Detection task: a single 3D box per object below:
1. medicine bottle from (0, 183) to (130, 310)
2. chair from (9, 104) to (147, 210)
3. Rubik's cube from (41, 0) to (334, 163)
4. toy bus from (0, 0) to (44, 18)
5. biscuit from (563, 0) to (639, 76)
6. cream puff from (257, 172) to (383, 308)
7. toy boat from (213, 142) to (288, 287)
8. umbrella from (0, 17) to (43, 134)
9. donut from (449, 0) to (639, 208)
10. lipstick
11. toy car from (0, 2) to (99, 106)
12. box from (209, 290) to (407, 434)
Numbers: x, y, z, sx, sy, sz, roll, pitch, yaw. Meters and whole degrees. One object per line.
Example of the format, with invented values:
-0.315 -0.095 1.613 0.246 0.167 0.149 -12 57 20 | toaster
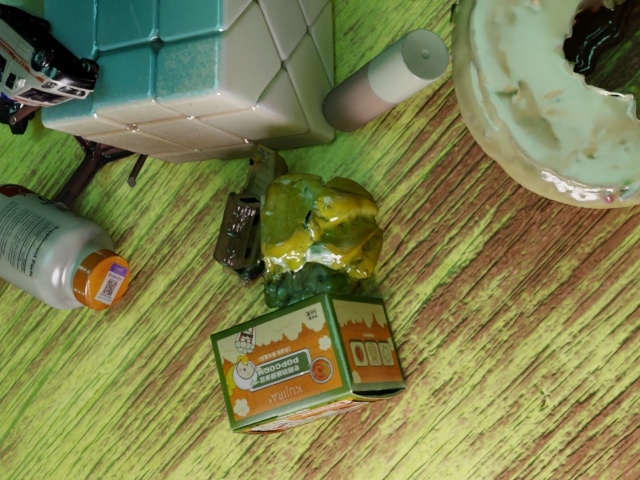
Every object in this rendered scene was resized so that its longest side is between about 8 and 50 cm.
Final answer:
-0.454 0.019 1.513 0.288 0.157 0.157 23 95 29 | medicine bottle
-0.363 -0.232 1.524 0.175 0.183 0.326 -15 32 27 | chair
-0.184 -0.303 1.317 0.315 0.318 0.322 -3 82 28 | Rubik's cube
-0.585 -0.453 1.653 0.164 0.133 0.272 -18 71 29 | toy bus
0.328 -0.313 1.199 0.215 0.034 0.182 -45 66 16 | biscuit
-0.001 -0.005 1.259 0.194 0.221 0.195 2 64 -4 | cream puff
-0.106 -0.036 1.349 0.068 0.088 0.226 32 118 33 | toy boat
-0.536 -0.282 1.586 0.122 0.110 0.272 42 143 -4 | umbrella
0.314 -0.219 1.095 0.307 0.150 0.371 -7 87 14 | donut
0.082 -0.211 1.217 0.254 0.070 0.070 160 111 -67 | lipstick
-0.384 -0.228 1.188 0.209 0.089 0.108 40 107 31 | toy car
-0.014 0.171 1.239 0.194 0.177 0.148 -21 74 25 | box
